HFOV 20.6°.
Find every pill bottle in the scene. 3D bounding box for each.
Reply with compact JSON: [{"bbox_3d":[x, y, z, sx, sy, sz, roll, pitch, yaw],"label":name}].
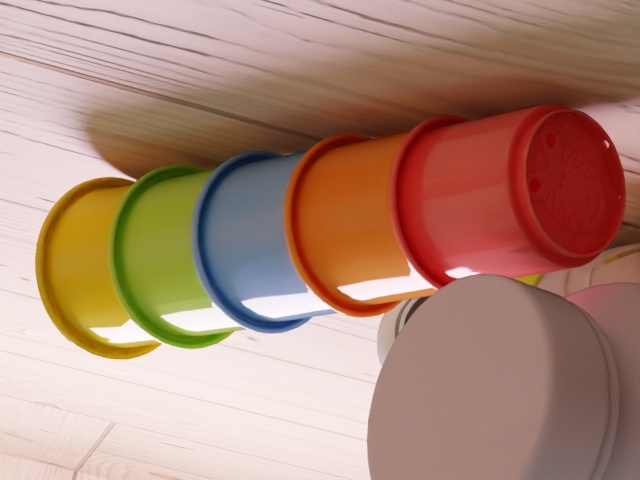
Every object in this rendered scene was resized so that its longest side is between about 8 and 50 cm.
[{"bbox_3d":[0.143,0.095,0.698,0.246,0.136,0.136,21,163,-33],"label":"pill bottle"}]

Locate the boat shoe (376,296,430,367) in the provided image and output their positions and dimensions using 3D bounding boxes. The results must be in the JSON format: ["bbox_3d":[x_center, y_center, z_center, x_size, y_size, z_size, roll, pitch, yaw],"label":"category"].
[{"bbox_3d":[0.145,0.064,0.918,0.228,0.080,0.076,16,158,-18],"label":"boat shoe"}]

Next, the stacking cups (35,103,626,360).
[{"bbox_3d":[0.000,0.000,0.782,0.096,0.096,0.316,25,158,-38],"label":"stacking cups"}]

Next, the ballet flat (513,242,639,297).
[{"bbox_3d":[0.169,0.034,0.811,0.231,0.077,0.077,6,152,2],"label":"ballet flat"}]
